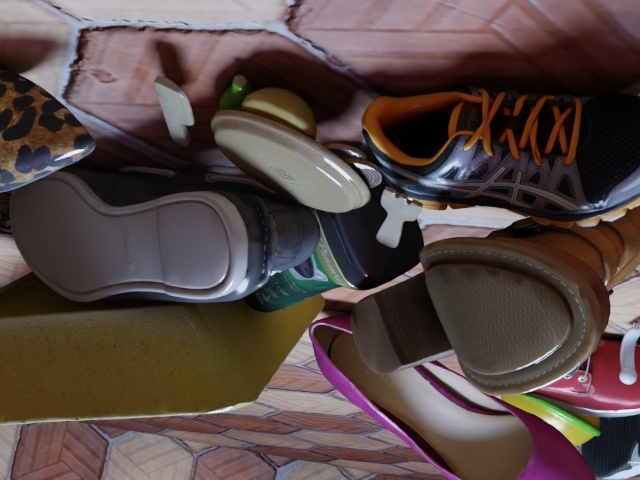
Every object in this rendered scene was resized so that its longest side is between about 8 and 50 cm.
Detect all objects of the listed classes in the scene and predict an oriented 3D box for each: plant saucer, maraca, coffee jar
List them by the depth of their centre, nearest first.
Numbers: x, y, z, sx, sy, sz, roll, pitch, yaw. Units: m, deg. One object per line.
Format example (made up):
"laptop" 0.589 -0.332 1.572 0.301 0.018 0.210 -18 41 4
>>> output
"coffee jar" 0.000 0.000 0.901 0.079 0.096 0.184 -26 -173 -37
"plant saucer" -0.189 0.074 1.023 0.332 0.081 0.333 -6 -169 12
"maraca" 0.282 0.206 1.439 0.185 0.099 0.127 28 175 37

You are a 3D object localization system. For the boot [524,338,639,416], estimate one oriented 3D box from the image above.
"boot" 0.270 0.131 1.221 0.244 0.088 0.176 6 161 19

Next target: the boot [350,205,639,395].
"boot" 0.169 0.029 0.779 0.220 0.109 0.283 -19 173 -23

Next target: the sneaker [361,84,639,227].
"sneaker" 0.120 -0.060 0.692 0.214 0.084 0.083 -3 154 34

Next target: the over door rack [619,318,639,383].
"over door rack" 0.448 0.120 1.043 0.239 0.108 0.324 8 166 -4

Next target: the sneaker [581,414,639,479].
"sneaker" 0.479 0.273 1.508 0.146 0.123 0.330 14 162 -13

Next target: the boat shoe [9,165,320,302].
"boat shoe" -0.139 -0.005 0.906 0.095 0.112 0.335 -8 -170 -43

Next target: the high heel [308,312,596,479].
"high heel" 0.143 0.211 1.248 0.377 0.127 0.181 29 180 32

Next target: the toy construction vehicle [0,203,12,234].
"toy construction vehicle" -0.271 -0.011 1.101 0.098 0.035 0.086 10 162 18

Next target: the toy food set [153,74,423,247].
"toy food set" -0.017 -0.063 0.760 0.192 0.039 0.132 26 166 4

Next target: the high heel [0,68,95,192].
"high heel" -0.294 -0.097 0.721 0.261 0.093 0.186 10 171 23
